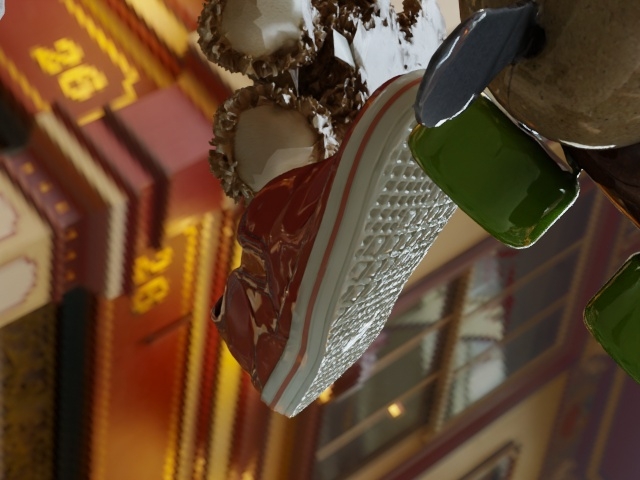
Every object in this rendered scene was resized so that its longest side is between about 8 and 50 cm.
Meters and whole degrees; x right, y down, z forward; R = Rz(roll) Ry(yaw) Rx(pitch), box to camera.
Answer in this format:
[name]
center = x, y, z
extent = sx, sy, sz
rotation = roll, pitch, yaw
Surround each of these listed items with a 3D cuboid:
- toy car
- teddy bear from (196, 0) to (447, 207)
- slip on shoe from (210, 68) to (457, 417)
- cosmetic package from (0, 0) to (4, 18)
[toy car]
center = 0.092, -0.052, 0.416
extent = 0.155, 0.188, 0.149
rotation = -48, -111, 10
[teddy bear]
center = -0.006, -0.113, 1.201
extent = 0.113, 0.338, 0.245
rotation = -11, -73, 25
[slip on shoe]
center = 0.000, 0.000, 0.954
extent = 0.101, 0.123, 0.331
rotation = 45, -27, 10
[cosmetic package]
center = -0.353, -0.257, 1.391
extent = 0.151, 0.151, 0.184
rotation = 7, -62, 1
